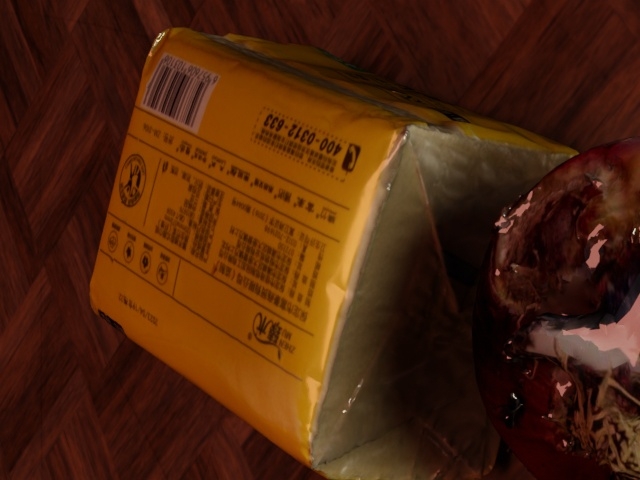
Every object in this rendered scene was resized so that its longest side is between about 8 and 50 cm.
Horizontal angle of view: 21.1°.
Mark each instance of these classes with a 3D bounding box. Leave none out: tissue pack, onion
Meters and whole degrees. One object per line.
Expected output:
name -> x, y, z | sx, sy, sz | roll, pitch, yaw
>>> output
tissue pack -> 0.000, 0.000, 1.446 | 0.382, 0.228, 0.293 | 28, 105, 53
onion -> 0.243, 0.071, 1.118 | 0.314, 0.232, 0.314 | 21, 129, 30
